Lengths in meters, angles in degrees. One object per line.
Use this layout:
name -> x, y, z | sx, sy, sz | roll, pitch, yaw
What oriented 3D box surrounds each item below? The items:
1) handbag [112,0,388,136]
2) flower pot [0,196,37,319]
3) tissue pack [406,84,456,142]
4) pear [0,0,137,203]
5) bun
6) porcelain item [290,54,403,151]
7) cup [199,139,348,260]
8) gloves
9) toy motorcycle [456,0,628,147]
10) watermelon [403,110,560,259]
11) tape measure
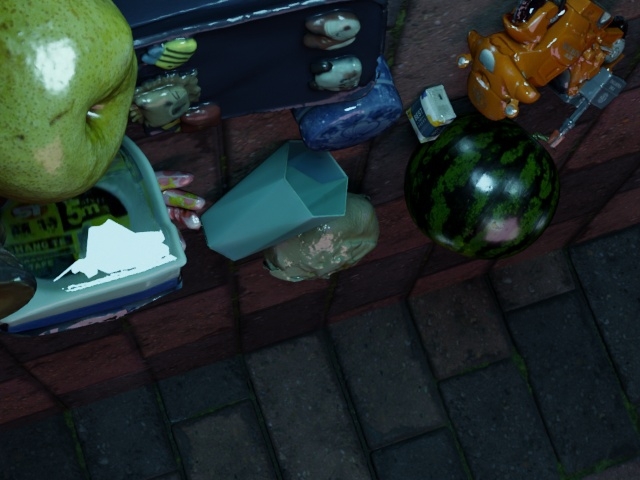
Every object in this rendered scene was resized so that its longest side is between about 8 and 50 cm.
handbag -> -0.090, -0.223, 1.440 | 0.329, 0.122, 0.303 | -17, 167, -4
flower pot -> -0.433, -0.039, 1.361 | 0.267, 0.267, 0.266 | -18, 166, -5
tissue pack -> 0.174, -0.199, 2.004 | 0.042, 0.062, 0.083 | -19, 168, -23
pear -> -0.292, -0.155, 1.220 | 0.188, 0.211, 0.228 | -33, 144, -73
bun -> 0.000, 0.000, 2.365 | 0.239, 0.141, 0.239 | -19, 170, -4
porcelain item -> 0.031, -0.192, 1.725 | 0.147, 0.114, 0.147 | -18, 167, -4
cup -> -0.085, -0.054, 2.067 | 0.236, 0.134, 0.148 | -29, 161, 38
gloves -> -0.279, -0.031, 1.936 | 0.145, 0.126, 0.241 | 25, 114, -43
toy motorcycle -> 0.327, -0.260, 1.833 | 0.221, 0.148, 0.326 | -50, 149, 19
watermelon -> 0.270, -0.094, 2.146 | 0.269, 0.269, 0.269 | -18, 166, -5
tape measure -> -0.319, -0.025, 1.590 | 0.259, 0.262, 0.138 | -16, 173, -15
